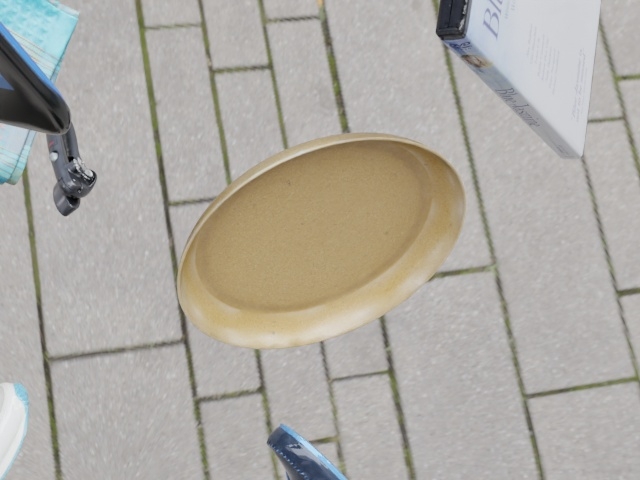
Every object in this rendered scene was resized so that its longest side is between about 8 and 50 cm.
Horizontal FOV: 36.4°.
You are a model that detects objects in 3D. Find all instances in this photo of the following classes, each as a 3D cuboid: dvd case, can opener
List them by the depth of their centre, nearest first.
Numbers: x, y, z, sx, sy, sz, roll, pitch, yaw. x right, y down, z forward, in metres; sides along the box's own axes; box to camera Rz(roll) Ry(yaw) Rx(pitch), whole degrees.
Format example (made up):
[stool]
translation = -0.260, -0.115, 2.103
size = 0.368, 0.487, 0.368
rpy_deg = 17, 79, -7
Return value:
[dvd case]
translation = 0.155, -0.182, 0.706
size = 0.022, 0.253, 0.180
rpy_deg = 3, 78, 33
[can opener]
translation = -0.357, -0.120, 1.347
size = 0.073, 0.059, 0.186
rpy_deg = -32, 53, 13

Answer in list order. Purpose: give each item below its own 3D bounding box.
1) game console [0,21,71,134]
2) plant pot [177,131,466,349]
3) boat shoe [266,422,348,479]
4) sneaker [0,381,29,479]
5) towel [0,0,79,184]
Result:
[game console]
translation = -0.295, -0.117, 0.407
size = 0.250, 0.173, 0.293
rpy_deg = -33, 128, 3
[plant pot]
translation = 0.000, 0.000, 0.758
size = 0.236, 0.236, 0.032
rpy_deg = -13, 52, -15
[boat shoe]
translation = 0.013, 0.340, 1.205
size = 0.089, 0.109, 0.258
rpy_deg = -42, 105, -10
[sneaker]
translation = -0.378, 0.219, 0.943
size = 0.229, 0.087, 0.092
rpy_deg = -43, 125, 2
[towel]
translation = -0.482, -0.259, 1.176
size = 0.370, 0.040, 0.271
rpy_deg = 32, 64, -39
